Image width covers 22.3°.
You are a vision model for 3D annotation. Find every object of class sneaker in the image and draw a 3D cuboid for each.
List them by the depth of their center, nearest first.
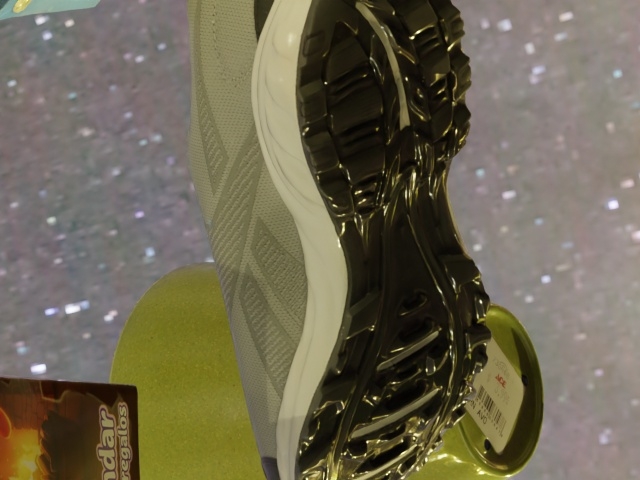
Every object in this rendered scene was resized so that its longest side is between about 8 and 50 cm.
[{"bbox_3d":[0.000,0.000,0.656,0.100,0.108,0.271,-24,-55,-33],"label":"sneaker"}]

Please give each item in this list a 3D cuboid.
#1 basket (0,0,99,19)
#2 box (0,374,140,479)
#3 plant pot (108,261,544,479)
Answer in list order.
[{"bbox_3d":[-0.201,-0.173,0.645,0.255,0.201,0.289,39,-170,-7],"label":"basket"},{"bbox_3d":[-0.115,0.183,0.453,0.201,0.057,0.293,16,-111,-67],"label":"box"},{"bbox_3d":[0.025,0.137,1.340,0.275,0.293,0.274,15,-109,-51],"label":"plant pot"}]
